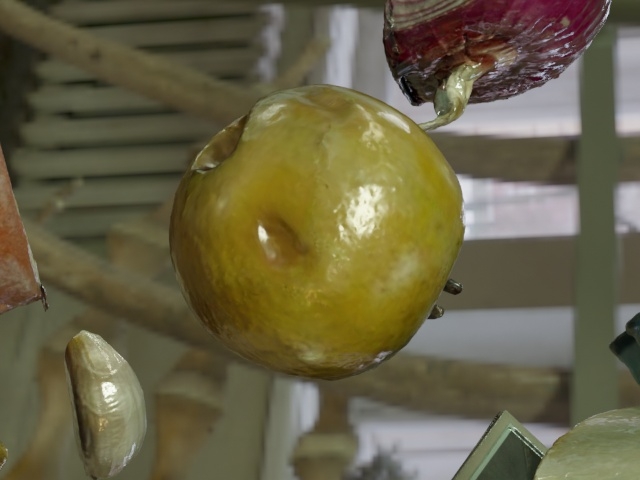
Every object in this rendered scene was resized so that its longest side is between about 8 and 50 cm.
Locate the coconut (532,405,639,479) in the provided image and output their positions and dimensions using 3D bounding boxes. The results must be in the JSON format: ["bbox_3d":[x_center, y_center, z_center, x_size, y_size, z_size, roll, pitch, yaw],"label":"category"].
[{"bbox_3d":[0.277,0.259,1.242,0.323,0.323,0.323,-3,90,-80],"label":"coconut"}]

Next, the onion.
[{"bbox_3d":[0.187,-0.257,1.749,0.256,0.230,0.272,-10,90,-75],"label":"onion"}]

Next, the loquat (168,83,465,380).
[{"bbox_3d":[-0.004,0.002,1.175,0.213,0.213,0.213,-3,90,-80],"label":"loquat"}]

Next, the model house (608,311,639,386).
[{"bbox_3d":[0.533,0.150,1.710,0.360,0.297,0.339,-13,68,-47],"label":"model house"}]

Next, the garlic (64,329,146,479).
[{"bbox_3d":[-0.258,0.213,2.042,0.101,0.087,0.195,35,-44,53],"label":"garlic"}]

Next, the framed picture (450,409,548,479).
[{"bbox_3d":[0.231,0.297,1.617,0.023,0.260,0.189,-51,175,38],"label":"framed picture"}]

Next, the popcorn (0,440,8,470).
[{"bbox_3d":[-0.393,0.257,1.545,0.253,0.190,0.191,34,67,-68],"label":"popcorn"}]

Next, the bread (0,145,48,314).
[{"bbox_3d":[-0.373,-0.026,1.771,0.244,0.123,0.190,70,-19,4],"label":"bread"}]
